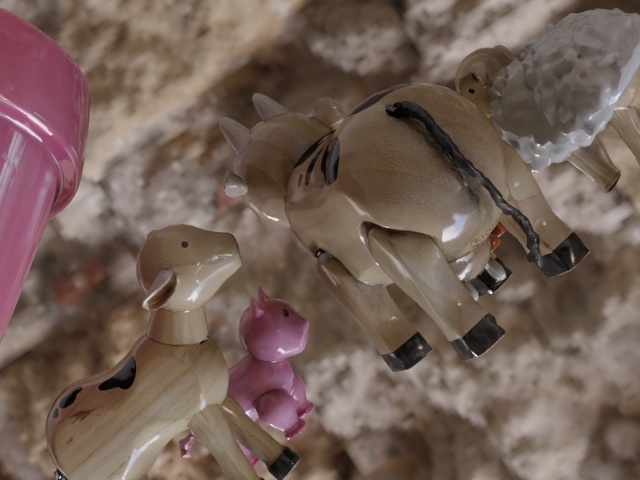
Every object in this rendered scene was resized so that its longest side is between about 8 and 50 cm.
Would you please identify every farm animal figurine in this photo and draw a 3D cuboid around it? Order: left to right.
[{"bbox_3d":[0.000,0.000,1.017,0.330,0.172,0.327,-45,-172,-37],"label":"farm animal figurine"}]

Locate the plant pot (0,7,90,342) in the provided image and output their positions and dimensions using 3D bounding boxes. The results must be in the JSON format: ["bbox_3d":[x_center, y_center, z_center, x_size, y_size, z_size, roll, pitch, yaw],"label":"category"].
[{"bbox_3d":[-0.228,-0.009,0.949,0.201,0.201,0.180,-25,-128,44],"label":"plant pot"}]
